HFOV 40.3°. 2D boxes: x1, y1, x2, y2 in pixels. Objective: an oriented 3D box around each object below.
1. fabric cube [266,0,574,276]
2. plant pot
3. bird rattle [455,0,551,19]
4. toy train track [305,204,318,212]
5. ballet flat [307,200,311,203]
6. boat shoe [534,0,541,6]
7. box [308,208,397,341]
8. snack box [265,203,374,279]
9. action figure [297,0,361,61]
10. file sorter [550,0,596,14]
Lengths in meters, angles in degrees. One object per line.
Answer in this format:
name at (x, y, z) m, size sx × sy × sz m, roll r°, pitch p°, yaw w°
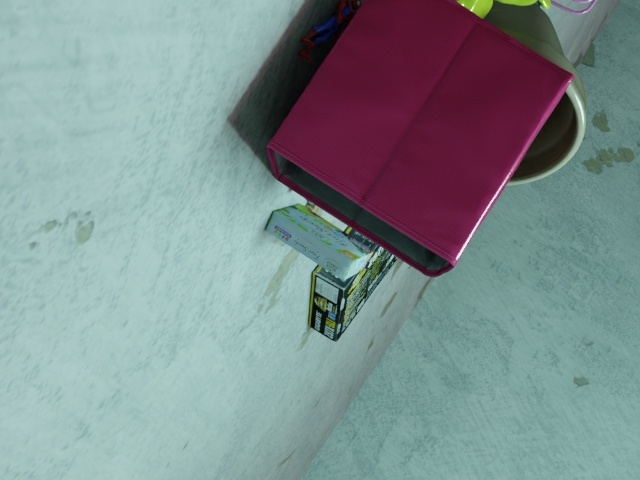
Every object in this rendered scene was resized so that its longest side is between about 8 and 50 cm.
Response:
fabric cube at (0.111, -0.133, 1.085) m, size 0.258 × 0.259 × 0.254 m, roll -57°, pitch 178°, yaw -5°
plant pot at (0.276, -0.253, 1.348) m, size 0.263 × 0.263 × 0.229 m, roll 104°, pitch 1°, yaw -50°
bird rattle at (0.216, -0.425, 1.196) m, size 0.207 × 0.143 × 0.253 m, roll -92°, pitch 166°, yaw -70°
toy train track at (-0.025, -0.043, 1.388) m, size 0.083 × 0.014 × 0.048 m, roll -42°, pitch 166°, yaw -32°
ballet flat at (0.013, -0.134, 1.279) m, size 0.168 × 0.057 × 0.052 m, roll -59°, pitch 138°, yaw -12°
boat shoe at (0.347, -0.412, 1.521) m, size 0.109 × 0.089 × 0.258 m, roll 29°, pitch 61°, yaw -69°
box at (0.098, 0.027, 1.815) m, size 0.322 × 0.079 × 0.257 m, roll -52°, pitch 162°, yaw -25°
snack box at (0.000, 0.000, 1.296) m, size 0.037 × 0.141 × 0.100 m, roll -63°, pitch 165°, yaw 19°
action figure at (0.016, -0.259, 1.052) m, size 0.115 × 0.030 × 0.038 m, roll -53°, pitch 162°, yaw -31°
file sorter at (0.475, -0.578, 1.623) m, size 0.202 × 0.182 × 0.290 m, roll -59°, pitch 166°, yaw 0°
